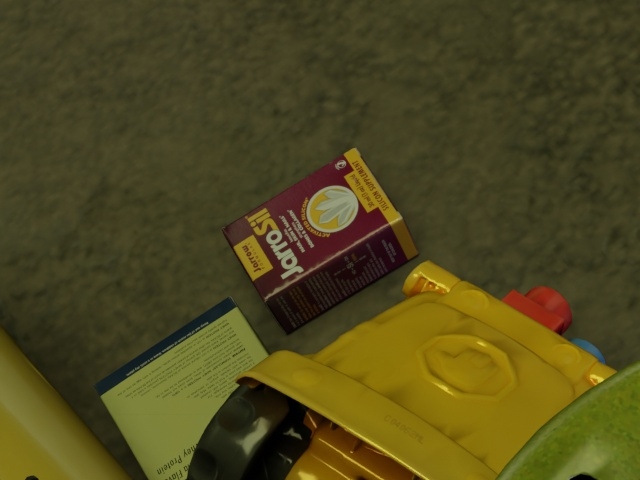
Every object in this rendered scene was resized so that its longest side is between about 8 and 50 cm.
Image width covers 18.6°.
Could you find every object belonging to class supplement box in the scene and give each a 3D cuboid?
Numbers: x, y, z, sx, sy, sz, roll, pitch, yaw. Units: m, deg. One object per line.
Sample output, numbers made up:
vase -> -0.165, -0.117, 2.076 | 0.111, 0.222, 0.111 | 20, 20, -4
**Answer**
supplement box -> -0.052, 0.091, 0.969 | 0.083, 0.056, 0.083 | -34, 57, -3
supplement box -> 0.000, 0.000, 1.011 | 0.083, 0.043, 0.055 | -32, 59, -1

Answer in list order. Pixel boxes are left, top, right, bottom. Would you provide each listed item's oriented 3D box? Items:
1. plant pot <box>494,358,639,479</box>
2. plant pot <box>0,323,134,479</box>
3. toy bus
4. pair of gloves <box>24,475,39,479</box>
plant pot -> 0.177, 0.212, 0.630 | 0.366, 0.353, 0.366 | -7, 54, 10
plant pot -> -0.202, 0.134, 0.895 | 0.239, 0.254, 0.254 | 36, 76, 14
toy bus -> 0.051, 0.120, 0.866 | 0.149, 0.220, 0.211 | 30, 42, 20
pair of gloves -> -0.101, 0.138, 0.800 | 0.083, 0.010, 0.074 | 14, 63, -15
